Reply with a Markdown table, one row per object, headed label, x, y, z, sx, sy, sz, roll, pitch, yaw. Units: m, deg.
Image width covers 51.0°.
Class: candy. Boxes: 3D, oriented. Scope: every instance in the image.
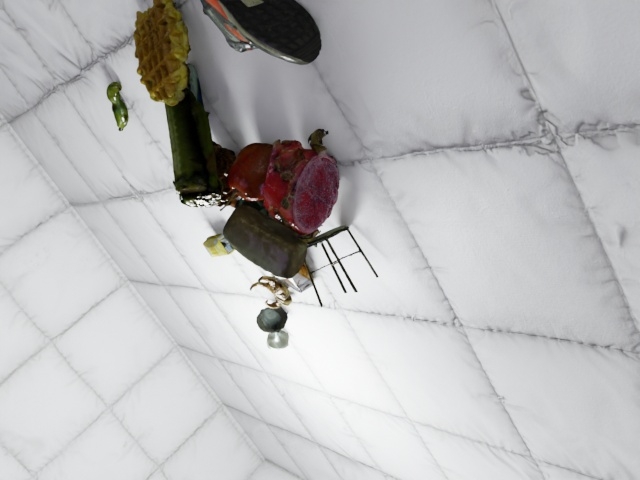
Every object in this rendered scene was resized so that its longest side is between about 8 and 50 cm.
| label | x | y | z | sx | sy | sz | roll | pitch | yaw |
| --- | --- | --- | --- | --- | --- | --- | --- | --- | --- |
| candy | -0.142 | 0.002 | 1.723 | 0.234 | 0.102 | 0.104 | 28 | 120 | 21 |

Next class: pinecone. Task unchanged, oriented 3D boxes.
| label | x | y | z | sx | sy | sz | roll | pitch | yaw |
| --- | --- | --- | --- | --- | --- | --- | --- | --- | --- |
| pinecone | -0.303 | -0.186 | 1.953 | 0.212 | 0.169 | 0.185 | 62 | -166 | -53 |

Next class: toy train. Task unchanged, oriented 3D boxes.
| label | x | y | z | sx | sy | sz | roll | pitch | yaw |
| --- | --- | --- | --- | --- | --- | --- | --- | --- | --- |
| toy train | -0.364 | -0.393 | 1.894 | 0.052 | 0.051 | 0.234 | 30 | 149 | 21 |

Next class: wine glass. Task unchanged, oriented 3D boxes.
| label | x | y | z | sx | sy | sz | roll | pitch | yaw |
| --- | --- | --- | --- | --- | --- | --- | --- | --- | --- |
| wine glass | -0.172 | 0.337 | 2.519 | 0.122 | 0.122 | 0.183 | 33 | 153 | 25 |

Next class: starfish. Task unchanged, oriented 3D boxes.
| label | x | y | z | sx | sy | sz | roll | pitch | yaw |
| --- | --- | --- | --- | --- | --- | --- | --- | --- | --- |
| starfish | -0.163 | 0.174 | 2.330 | 0.146 | 0.074 | 0.190 | 52 | 152 | -12 |

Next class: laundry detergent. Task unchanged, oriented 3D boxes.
| label | x | y | z | sx | sy | sz | roll | pitch | yaw |
| --- | --- | --- | --- | --- | --- | --- | --- | --- | --- |
| laundry detergent | -0.187 | -0.089 | 2.018 | 0.222 | 0.078 | 0.144 | 26 | 152 | 38 |

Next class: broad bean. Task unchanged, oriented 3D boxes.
| label | x | y | z | sx | sy | sz | roll | pitch | yaw |
| --- | --- | --- | --- | --- | --- | --- | --- | --- | --- |
| broad bean | -0.682 | -0.452 | 2.269 | 0.070 | 0.048 | 0.213 | 37 | 148 | 20 |

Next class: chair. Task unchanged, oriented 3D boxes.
| label | x | y | z | sx | sy | sz | roll | pitch | yaw |
| --- | --- | --- | --- | --- | --- | --- | --- | --- | --- |
| chair | 0.000 | 0.000 | 1.785 | 0.170 | 0.160 | 0.325 | -28 | 87 | 37 |

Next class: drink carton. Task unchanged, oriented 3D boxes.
| label | x | y | z | sx | sy | sz | roll | pitch | yaw |
| --- | --- | --- | --- | --- | --- | --- | --- | --- | --- |
| drink carton | -0.370 | 0.016 | 2.418 | 0.084 | 0.074 | 0.200 | 55 | 150 | -15 |

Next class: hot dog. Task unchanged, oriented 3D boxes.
| label | x | y | z | sx | sy | sz | roll | pitch | yaw |
| --- | --- | --- | --- | --- | --- | --- | --- | --- | --- |
| hot dog | -0.116 | 0.068 | 2.089 | 0.144 | 0.075 | 0.268 | 20 | 156 | 48 |

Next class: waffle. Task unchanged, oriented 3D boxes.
| label | x | y | z | sx | sy | sz | roll | pitch | yaw |
| --- | --- | --- | --- | --- | --- | --- | --- | --- | --- |
| waffle | -0.413 | -0.494 | 1.730 | 0.301 | 0.058 | 0.281 | 24 | 119 | 50 |

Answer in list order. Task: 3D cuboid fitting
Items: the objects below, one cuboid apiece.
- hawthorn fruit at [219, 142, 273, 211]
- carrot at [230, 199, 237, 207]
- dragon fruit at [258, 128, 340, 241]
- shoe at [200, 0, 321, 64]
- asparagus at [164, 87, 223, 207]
| label | x | y | z | sx | sy | sz | roll | pitch | yaw |
| --- | --- | --- | --- | --- | --- | --- | --- | --- | --- |
| hawthorn fruit | -0.186 | -0.164 | 1.778 | 0.163 | 0.203 | 0.162 | 32 | 149 | 23 |
| carrot | -0.312 | -0.144 | 2.165 | 0.216 | 0.048 | 0.048 | 36 | 151 | 11 |
| dragon fruit | -0.056 | -0.143 | 1.647 | 0.147 | 0.211 | 0.282 | 17 | 112 | 33 |
| shoe | -0.143 | -0.451 | 1.435 | 0.336 | 0.132 | 0.171 | 41 | 157 | 15 |
| asparagus | -0.349 | -0.274 | 1.808 | 0.108 | 0.128 | 0.382 | 93 | 165 | -73 |
